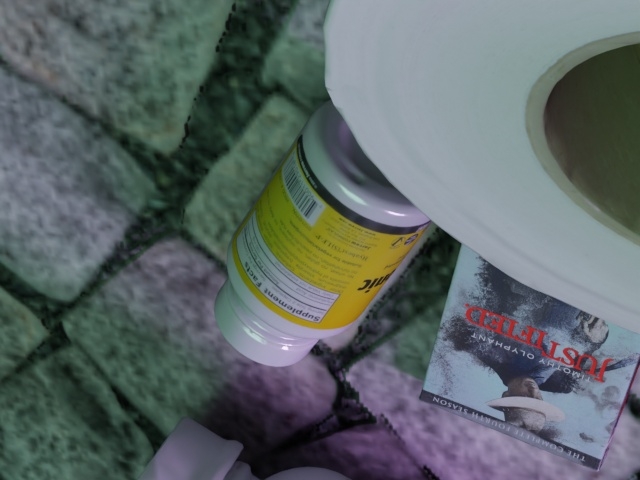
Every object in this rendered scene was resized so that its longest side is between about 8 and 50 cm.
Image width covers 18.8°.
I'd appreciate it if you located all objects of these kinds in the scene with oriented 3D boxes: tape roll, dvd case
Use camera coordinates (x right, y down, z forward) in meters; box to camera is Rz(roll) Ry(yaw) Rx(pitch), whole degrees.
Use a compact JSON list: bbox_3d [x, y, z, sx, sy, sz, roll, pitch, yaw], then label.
[{"bbox_3d":[0.149,-0.059,0.589,0.286,0.100,0.286,17,156,8],"label":"tape roll"},{"bbox_3d":[0.094,0.037,0.817,0.087,0.013,0.119,22,130,11],"label":"dvd case"}]

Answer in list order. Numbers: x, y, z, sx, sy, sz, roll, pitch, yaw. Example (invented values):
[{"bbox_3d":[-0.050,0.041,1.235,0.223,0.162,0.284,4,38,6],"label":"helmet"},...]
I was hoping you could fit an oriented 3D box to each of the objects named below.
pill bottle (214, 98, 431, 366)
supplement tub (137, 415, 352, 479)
[{"bbox_3d":[0.000,0.000,0.802,0.065,0.065,0.116,35,131,-1],"label":"pill bottle"},{"bbox_3d":[0.017,0.243,0.858,0.316,0.228,0.228,33,130,1],"label":"supplement tub"}]
